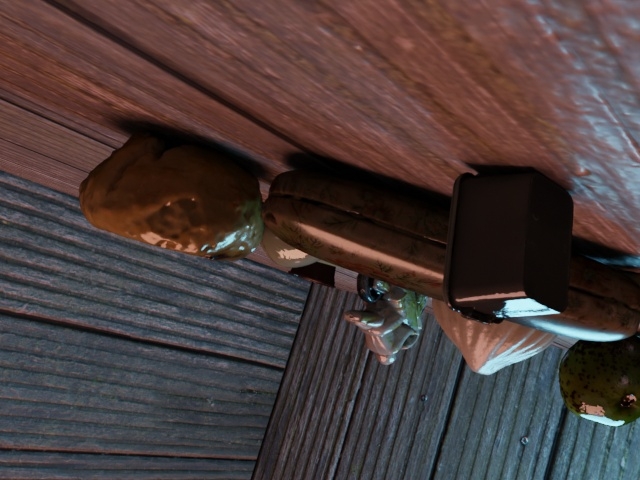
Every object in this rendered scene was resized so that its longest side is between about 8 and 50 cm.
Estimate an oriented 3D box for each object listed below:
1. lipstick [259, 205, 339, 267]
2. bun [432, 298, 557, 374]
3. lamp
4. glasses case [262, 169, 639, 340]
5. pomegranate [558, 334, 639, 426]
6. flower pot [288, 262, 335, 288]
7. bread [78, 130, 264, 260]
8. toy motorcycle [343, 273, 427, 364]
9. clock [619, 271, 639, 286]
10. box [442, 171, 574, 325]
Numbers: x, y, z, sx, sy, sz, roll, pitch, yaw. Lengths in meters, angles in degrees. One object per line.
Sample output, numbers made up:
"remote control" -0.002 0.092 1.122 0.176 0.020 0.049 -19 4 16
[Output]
"lipstick" 0.000 0.000 1.110 0.304 0.076 0.076 13 173 29
"bun" 0.336 0.178 1.338 0.263 0.175 0.263 18 173 2
"lamp" -0.002 -0.014 0.909 0.193 0.106 0.106 -1 164 39
"glasses case" 0.143 0.019 0.747 0.425 0.098 0.156 18 176 -2
"pomegranate" 0.611 0.271 1.441 0.214 0.214 0.248 18 -152 -4
"flower pot" -0.006 0.046 1.477 0.111 0.089 0.111 18 175 2
"bread" -0.175 -0.053 0.850 0.244 0.134 0.244 14 176 1
"toy motorcycle" 0.154 0.167 1.532 0.108 0.222 0.341 10 169 33
"clock" 0.440 0.084 0.847 0.235 0.029 0.235 17 174 2
"box" 0.151 0.004 0.534 0.084 0.122 0.069 20 162 -38
